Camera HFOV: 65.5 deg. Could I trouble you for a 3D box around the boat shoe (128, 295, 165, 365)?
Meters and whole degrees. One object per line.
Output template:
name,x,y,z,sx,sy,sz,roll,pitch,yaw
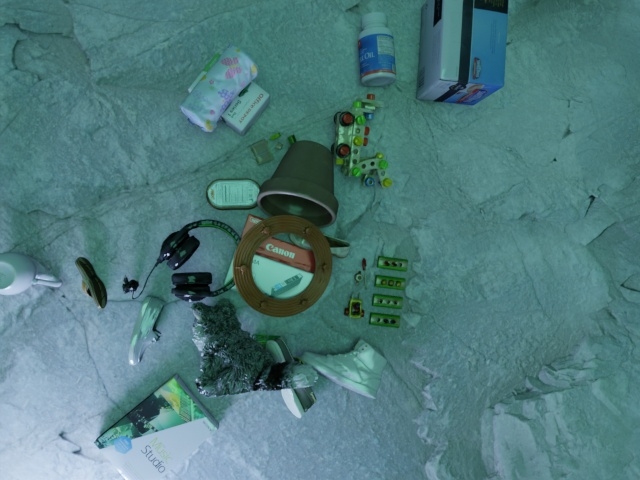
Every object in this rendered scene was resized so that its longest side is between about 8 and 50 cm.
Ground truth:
boat shoe,-0.556,0.296,1.607,0.081,0.079,0.228,14,84,-4

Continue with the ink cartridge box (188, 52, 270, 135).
ink cartridge box,-0.298,-0.480,1.650,0.219,0.092,0.160,36,85,-6

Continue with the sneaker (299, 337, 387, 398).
sneaker,0.082,0.404,1.704,0.292,0.108,0.169,25,72,-4

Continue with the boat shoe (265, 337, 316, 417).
boat shoe,-0.094,0.439,1.640,0.091,0.109,0.305,-30,114,-30

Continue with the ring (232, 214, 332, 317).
ring,-0.114,0.086,1.602,0.336,0.032,0.337,-3,98,-22

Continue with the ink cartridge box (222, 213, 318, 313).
ink cartridge box,-0.148,0.077,1.681,0.296,0.066,0.261,19,87,-8

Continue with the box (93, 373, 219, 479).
box,-0.527,0.628,1.619,0.322,0.058,0.232,-40,95,-8

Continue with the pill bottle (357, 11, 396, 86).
pill bottle,0.192,-0.656,1.713,0.124,0.124,0.222,-5,89,-9

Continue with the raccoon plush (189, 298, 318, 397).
raccoon plush,-0.214,0.310,1.547,0.446,0.216,0.299,-11,79,18

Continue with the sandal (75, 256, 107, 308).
sandal,-0.739,0.140,1.590,0.049,0.072,0.180,-28,92,7

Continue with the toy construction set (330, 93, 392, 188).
toy construction set,0.145,-0.342,1.681,0.214,0.151,0.328,1,89,-19

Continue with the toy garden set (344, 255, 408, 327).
toy garden set,0.198,0.176,1.739,0.203,0.049,0.245,8,88,-9

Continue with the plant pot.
plant pot,-0.055,-0.193,1.629,0.262,0.263,0.229,16,68,-8

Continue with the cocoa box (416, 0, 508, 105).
cocoa box,0.482,-0.670,1.702,0.227,0.231,0.347,4,89,-9

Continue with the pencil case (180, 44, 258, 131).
pencil case,-0.312,-0.470,1.544,0.124,0.113,0.273,38,86,-16

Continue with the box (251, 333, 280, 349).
box,-0.190,0.409,1.682,0.105,0.043,0.179,5,87,-9

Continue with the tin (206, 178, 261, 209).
tin,-0.291,-0.157,1.677,0.189,0.040,0.106,-2,85,-9

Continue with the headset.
headset,-0.433,0.085,1.590,0.394,0.185,0.244,-21,90,-13

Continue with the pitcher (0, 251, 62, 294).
pitcher,-0.890,0.105,1.496,0.177,0.207,0.126,20,87,-9

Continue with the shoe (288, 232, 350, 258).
shoe,0.000,0.000,1.693,0.218,0.058,0.077,17,61,-10

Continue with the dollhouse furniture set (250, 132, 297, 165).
dollhouse furniture set,-0.158,-0.321,1.706,0.151,0.058,0.076,-21,100,11
